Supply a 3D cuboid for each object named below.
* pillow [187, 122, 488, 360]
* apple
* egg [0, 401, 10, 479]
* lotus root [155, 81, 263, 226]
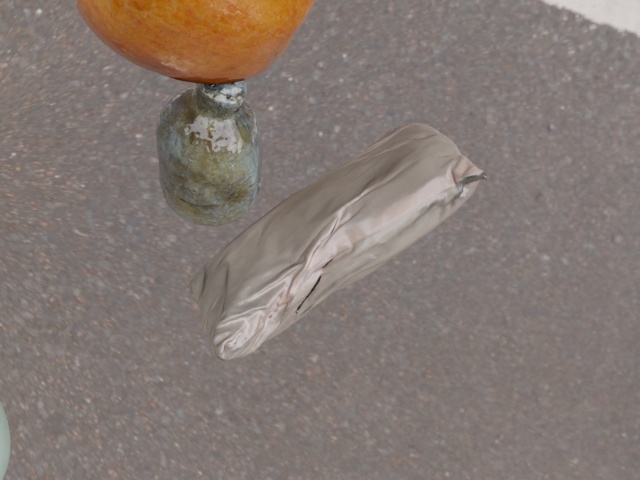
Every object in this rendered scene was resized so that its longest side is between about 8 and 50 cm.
[{"bbox_3d":[0.000,0.000,0.719,0.270,0.173,0.067,-36,113,7],"label":"pillow"},{"bbox_3d":[-0.122,-0.312,0.975,0.275,0.299,0.299,30,81,-22],"label":"apple"},{"bbox_3d":[-0.445,0.136,0.750,0.371,0.230,0.230,22,84,2],"label":"egg"},{"bbox_3d":[-0.164,-0.126,1.288,0.175,0.349,0.175,1,68,-3],"label":"lotus root"}]
